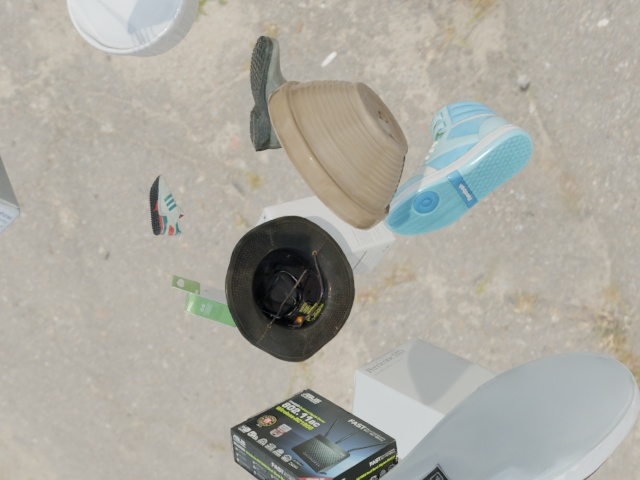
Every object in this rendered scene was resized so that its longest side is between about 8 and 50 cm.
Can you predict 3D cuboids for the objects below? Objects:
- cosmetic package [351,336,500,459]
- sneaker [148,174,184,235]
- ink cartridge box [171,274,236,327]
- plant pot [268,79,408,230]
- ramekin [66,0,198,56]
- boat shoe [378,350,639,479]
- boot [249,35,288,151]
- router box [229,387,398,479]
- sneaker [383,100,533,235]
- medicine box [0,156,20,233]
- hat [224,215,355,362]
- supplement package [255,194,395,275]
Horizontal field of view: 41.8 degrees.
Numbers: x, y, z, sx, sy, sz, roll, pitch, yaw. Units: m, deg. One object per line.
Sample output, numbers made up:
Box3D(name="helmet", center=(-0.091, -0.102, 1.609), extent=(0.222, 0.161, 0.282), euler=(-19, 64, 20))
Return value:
Box3D(name="cosmetic package", center=(0.270, 0.351, 1.642), extent=(0.385, 0.217, 0.156), euler=(22, 119, 34))
Box3D(name="sneaker", center=(-0.378, -0.083, 2.080), extent=(0.057, 0.075, 0.161), euler=(-35, 55, 47))
Box3D(name="ink cartridge box", center=(-0.326, 0.170, 2.361), extent=(0.209, 0.109, 0.062), euler=(19, 104, -12))
Box3D(name="plant pot", center=(0.044, -0.140, 1.163), extent=(0.110, 0.237, 0.237), euler=(-34, 99, 22))
Box3D(name="ramekin", center=(-0.380, -0.508, 1.752), extent=(0.273, 0.127, 0.272), euler=(0, 88, 14))
Box3D(name="boat shoe", center=(0.129, 0.212, 0.663), extent=(0.105, 0.306, 0.113), euler=(49, 179, -35))
Box3D(name="boot", center=(-0.051, -0.283, 1.616), extent=(0.161, 0.083, 0.246), euler=(-7, 129, -16))
Box3D(name="router box", center=(-0.007, 0.182, 0.728), extent=(0.122, 0.092, 0.038), euler=(21, 123, 46))
Box3D(name="sneaker", center=(0.236, -0.151, 1.653), extent=(0.319, 0.208, 0.127), euler=(-31, 132, 1))
Box3D(name="medicine box", center=(-0.548, -0.056, 1.027), extent=(0.289, 0.149, 0.263), euler=(-40, 56, 11))
Box3D(name="hat", center=(-0.089, 0.098, 1.842), extent=(0.134, 0.331, 0.331), euler=(9, 127, 56))
Box3D(name="supplement package", center=(0.000, 0.000, 2.080), extent=(0.177, 0.293, 0.175), euler=(65, 151, 20))
